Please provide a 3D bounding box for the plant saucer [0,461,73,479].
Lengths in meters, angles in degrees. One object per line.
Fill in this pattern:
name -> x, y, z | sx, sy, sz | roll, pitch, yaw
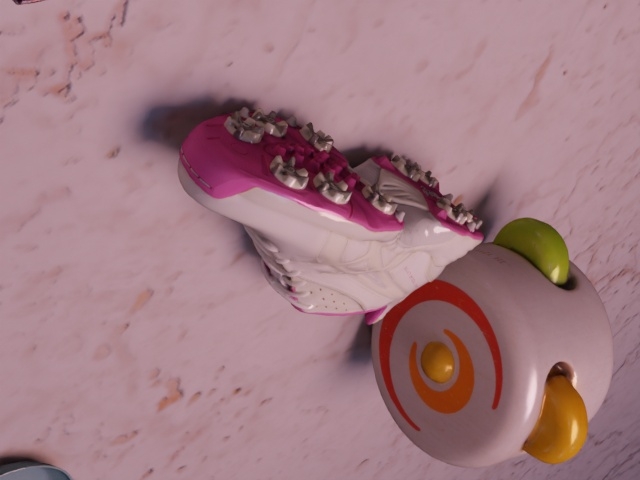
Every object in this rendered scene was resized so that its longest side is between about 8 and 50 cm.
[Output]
plant saucer -> -0.247, 0.207, 0.825 | 0.119, 0.021, 0.119 | -28, 145, -21

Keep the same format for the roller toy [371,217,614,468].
roller toy -> 0.146, 0.101, 0.958 | 0.146, 0.209, 0.191 | -7, 166, -40

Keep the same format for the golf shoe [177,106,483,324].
golf shoe -> 0.000, 0.000, 0.769 | 0.140, 0.115, 0.306 | -50, 146, 18

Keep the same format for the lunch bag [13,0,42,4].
lunch bag -> -0.107, -0.232, 0.320 | 0.258, 0.120, 0.293 | 10, 102, -55
